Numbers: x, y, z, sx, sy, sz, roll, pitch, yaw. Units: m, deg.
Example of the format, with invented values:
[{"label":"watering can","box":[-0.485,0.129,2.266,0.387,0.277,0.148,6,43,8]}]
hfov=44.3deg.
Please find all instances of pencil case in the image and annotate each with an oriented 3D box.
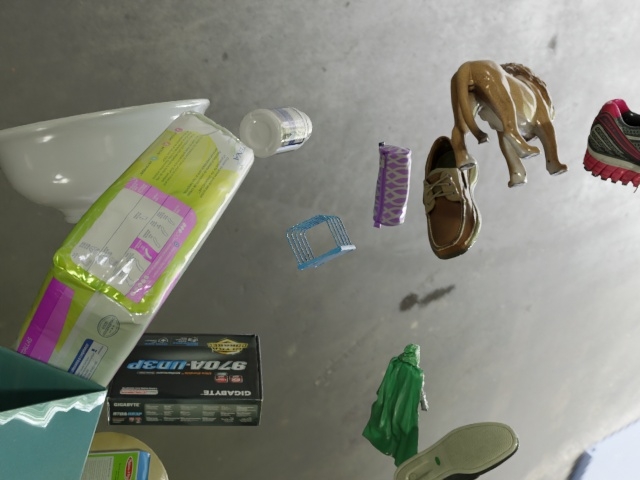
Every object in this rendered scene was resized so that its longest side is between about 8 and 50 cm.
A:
[{"label":"pencil case","box":[0.176,-0.138,1.955,0.088,0.086,0.206,-23,121,-50]}]

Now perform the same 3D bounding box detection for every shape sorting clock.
[{"label":"shape sorting clock","box":[-0.304,0.363,1.066,0.206,0.206,0.040,-35,149,-12]}]

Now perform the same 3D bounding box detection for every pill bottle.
[{"label":"pill bottle","box":[-0.083,-0.219,1.566,0.169,0.094,0.094,-25,143,-63]}]

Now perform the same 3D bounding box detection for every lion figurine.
[{"label":"lion figurine","box":[0.300,-0.224,1.306,0.142,0.240,0.392,-18,167,23]}]

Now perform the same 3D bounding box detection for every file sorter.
[{"label":"file sorter","box":[0.000,0.000,1.963,0.118,0.104,0.170,-24,175,13]}]

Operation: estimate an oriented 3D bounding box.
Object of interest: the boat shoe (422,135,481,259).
[{"label":"boat shoe","box":[0.267,-0.101,1.696,0.123,0.324,0.120,-24,127,28]}]

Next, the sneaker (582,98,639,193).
[{"label":"sneaker","box":[0.533,-0.120,1.137,0.121,0.299,0.112,-33,134,-49]}]

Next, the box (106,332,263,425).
[{"label":"box","box":[-0.200,0.205,1.183,0.220,0.175,0.051,2,115,-7]}]

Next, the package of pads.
[{"label":"package of pads","box":[-0.191,0.021,0.795,0.101,0.296,0.229,33,128,-7]}]

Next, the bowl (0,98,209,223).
[{"label":"bowl","box":[-0.285,-0.102,1.056,0.298,0.298,0.134,-16,102,-30]}]

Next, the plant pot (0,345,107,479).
[{"label":"plant pot","box":[-0.299,0.209,0.590,0.165,0.166,0.234,5,99,-67]}]

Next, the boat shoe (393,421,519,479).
[{"label":"boat shoe","box":[0.236,0.374,1.332,0.233,0.084,0.079,-34,137,24]}]

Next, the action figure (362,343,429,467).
[{"label":"action figure","box":[0.151,0.295,1.454,0.063,0.137,0.232,-16,122,-46]}]
